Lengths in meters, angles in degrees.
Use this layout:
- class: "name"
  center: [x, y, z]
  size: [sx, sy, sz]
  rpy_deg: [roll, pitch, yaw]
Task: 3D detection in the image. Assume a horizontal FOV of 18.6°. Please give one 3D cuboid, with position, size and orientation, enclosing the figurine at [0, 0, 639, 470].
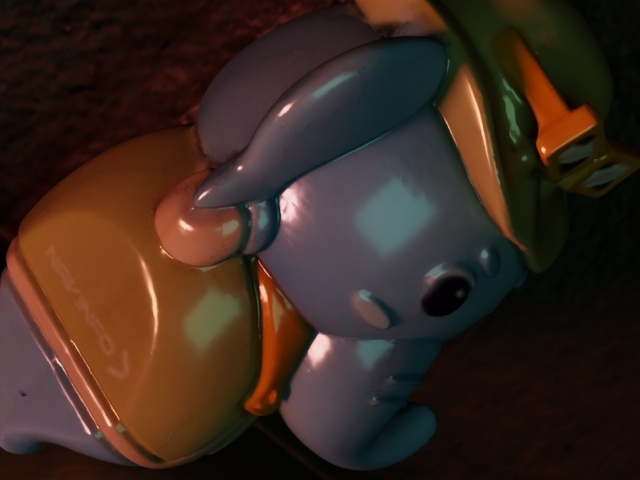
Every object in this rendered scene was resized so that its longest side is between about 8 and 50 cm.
- class: "figurine"
  center: [-0.003, -0.003, 0.741]
  size: [0.180, 0.154, 0.262]
  rpy_deg: [27, 123, -37]
